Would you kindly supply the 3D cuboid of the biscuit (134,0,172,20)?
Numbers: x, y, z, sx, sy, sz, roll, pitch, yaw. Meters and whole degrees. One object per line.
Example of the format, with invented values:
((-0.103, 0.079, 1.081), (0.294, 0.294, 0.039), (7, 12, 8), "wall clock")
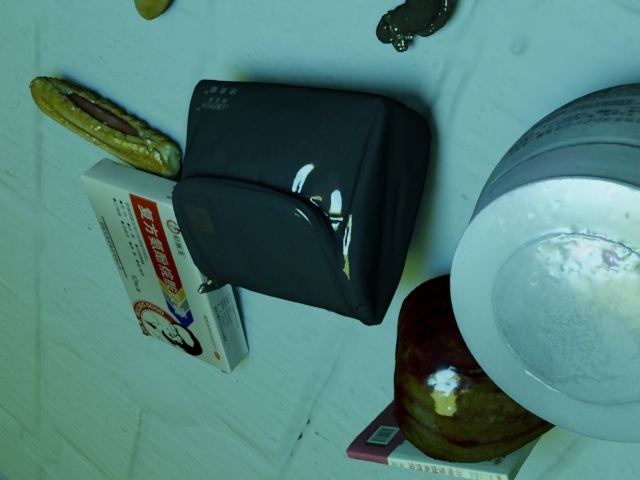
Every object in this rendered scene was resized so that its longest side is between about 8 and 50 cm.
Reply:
((-0.270, -0.443, 0.911), (0.154, 0.045, 0.299), (-33, 95, 44), "biscuit")

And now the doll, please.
((0.082, -0.279, 0.732), (0.139, 0.057, 0.165), (34, 138, 12), "doll")

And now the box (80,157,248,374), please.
((-0.245, 0.048, 1.157), (0.214, 0.069, 0.353), (18, 138, 29), "box")

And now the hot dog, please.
((-0.336, -0.180, 1.118), (0.288, 0.068, 0.083), (29, 155, 15), "hot dog")

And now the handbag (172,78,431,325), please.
((-0.048, -0.044, 0.839), (0.301, 0.177, 0.275), (14, 90, 33), "handbag")

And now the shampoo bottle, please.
((0.266, 0.011, 0.620), (0.272, 0.266, 0.273), (21, 128, 29), "shampoo bottle")

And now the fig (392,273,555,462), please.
((0.244, 0.153, 0.823), (0.320, 0.217, 0.217), (5, 124, 2), "fig")

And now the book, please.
((0.168, 0.245, 0.922), (0.231, 0.162, 0.022), (-4, 110, 40), "book")
